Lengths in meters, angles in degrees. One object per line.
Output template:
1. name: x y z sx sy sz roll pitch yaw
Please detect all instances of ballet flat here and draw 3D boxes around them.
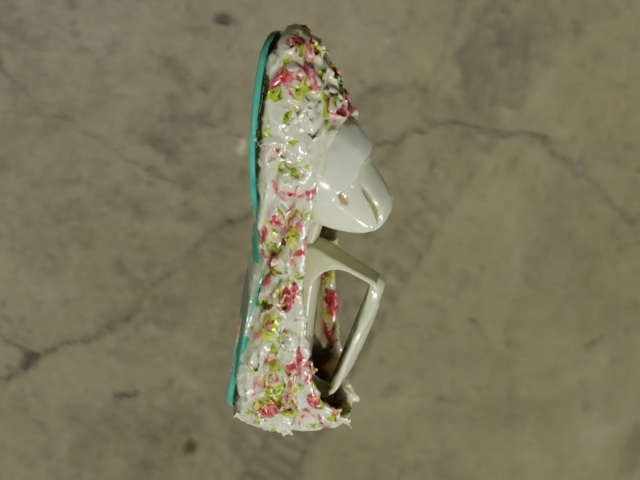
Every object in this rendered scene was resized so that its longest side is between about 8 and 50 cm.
1. ballet flat: 0.000 0.000 1.009 0.091 0.077 0.241 -51 151 -58
